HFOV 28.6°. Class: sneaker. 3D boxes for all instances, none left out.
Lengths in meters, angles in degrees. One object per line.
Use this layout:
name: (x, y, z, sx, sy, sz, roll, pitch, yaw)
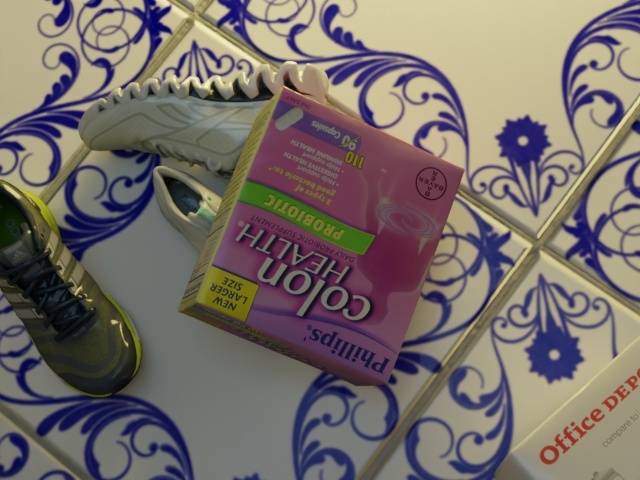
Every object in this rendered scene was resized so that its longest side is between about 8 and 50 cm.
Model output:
sneaker: (-0.132, -0.124, 1.418, 0.292, 0.110, 0.118, -7, 81, 7)
sneaker: (-0.308, 0.048, 1.377, 0.111, 0.121, 0.300, -40, 72, -4)
sneaker: (-0.108, -0.008, 1.378, 0.212, 0.094, 0.080, 36, 80, 17)

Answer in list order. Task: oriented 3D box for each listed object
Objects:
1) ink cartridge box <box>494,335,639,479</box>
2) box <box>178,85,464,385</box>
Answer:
ink cartridge box: (0.335, 0.258, 1.199, 0.207, 0.117, 0.283, -38, 71, -16)
box: (0.000, 0.000, 1.307, 0.213, 0.117, 0.243, 24, 78, -11)
